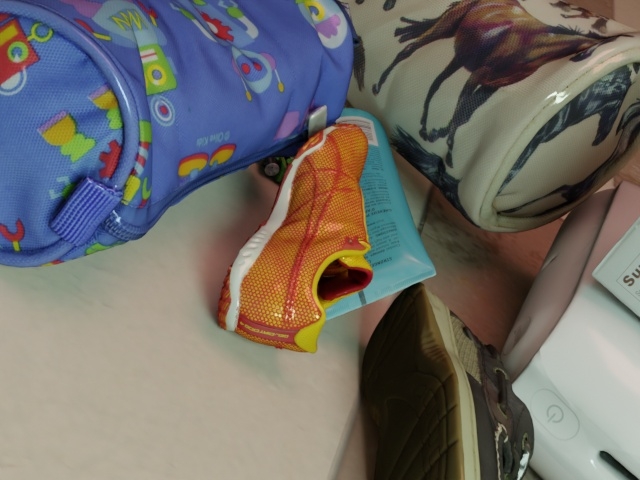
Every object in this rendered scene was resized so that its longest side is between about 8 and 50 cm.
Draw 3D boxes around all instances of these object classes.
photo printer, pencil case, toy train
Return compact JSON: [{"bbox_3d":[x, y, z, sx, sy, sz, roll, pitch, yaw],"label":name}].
[{"bbox_3d":[0.232,0.102,0.862,0.256,0.107,0.307,37,25,2],"label":"photo printer"},{"bbox_3d":[-0.081,-0.075,0.745,0.133,0.119,0.306,43,25,7],"label":"pencil case"},{"bbox_3d":[0.065,-0.175,1.002,0.410,0.183,0.160,47,11,32],"label":"pencil case"},{"bbox_3d":[-0.032,-0.065,0.916,0.023,0.017,0.083,14,32,-23],"label":"toy train"}]

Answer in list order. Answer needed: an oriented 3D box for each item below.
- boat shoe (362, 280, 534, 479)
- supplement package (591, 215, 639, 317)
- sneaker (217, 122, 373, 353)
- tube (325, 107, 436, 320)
[{"bbox_3d":[0.069,0.096,0.691,0.073,0.080,0.223,25,22,-14],"label":"boat shoe"},{"bbox_3d":[0.256,0.030,0.762,0.179,0.105,0.105,43,26,13],"label":"supplement package"},{"bbox_3d":[0.000,0.000,0.762,0.067,0.064,0.175,20,44,4],"label":"sneaker"},{"bbox_3d":[0.021,-0.017,0.844,0.052,0.080,0.207,57,13,-24],"label":"tube"}]
